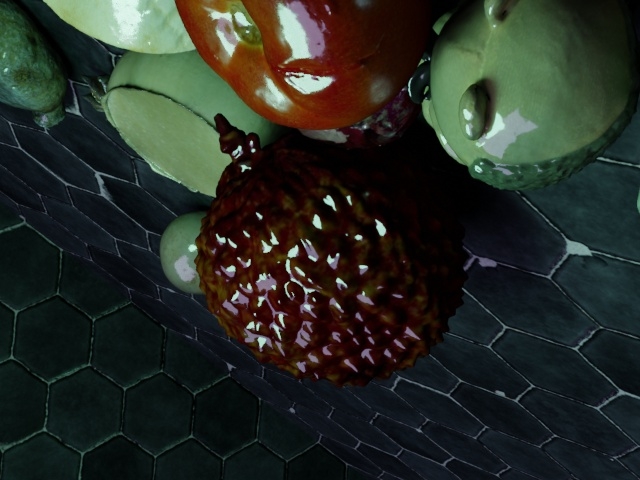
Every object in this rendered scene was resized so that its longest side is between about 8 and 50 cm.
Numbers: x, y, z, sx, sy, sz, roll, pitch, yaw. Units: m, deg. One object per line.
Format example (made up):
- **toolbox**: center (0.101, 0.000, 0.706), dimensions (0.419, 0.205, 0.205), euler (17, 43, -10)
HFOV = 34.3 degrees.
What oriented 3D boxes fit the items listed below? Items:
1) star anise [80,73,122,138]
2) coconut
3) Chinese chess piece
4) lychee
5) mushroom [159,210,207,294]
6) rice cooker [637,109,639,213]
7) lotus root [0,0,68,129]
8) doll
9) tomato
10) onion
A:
- **star anise**: center (-0.375, -0.265, 2.014), dimensions (0.195, 0.065, 0.182), euler (47, 150, -25)
- **coconut**: center (-0.211, -0.364, 1.253), dimensions (0.329, 0.328, 0.329), euler (27, 158, 12)
- **Chinese chess piece**: center (-0.214, -0.210, 1.810), dimensions (0.338, 0.140, 0.338), euler (26, 159, 11)
- **lychee**: center (0.000, 0.000, 1.614), dimensions (0.500, 0.424, 0.425), euler (42, 157, -11)
- **mushroom**: center (-0.264, 0.016, 2.358), dimensions (0.204, 0.204, 0.204), euler (27, 158, 12)
- **rice cooker**: center (0.442, -0.112, 0.882), dimensions (0.325, 0.335, 0.335), euler (26, 158, 15)
- **lotus root**: center (-0.597, -0.357, 1.991), dimensions (0.175, 0.175, 0.349), euler (13, 156, 40)
- **doll**: center (0.209, -0.179, 1.118), dimensions (0.247, 0.247, 0.349), euler (30, -168, 3)
- **tomato**: center (-0.012, -0.261, 1.014), dimensions (0.299, 0.226, 0.298), euler (40, 157, 21)
- **onion**: center (0.039, -0.242, 1.324), dimensions (0.252, 0.219, 0.252), euler (0, 119, 0)
